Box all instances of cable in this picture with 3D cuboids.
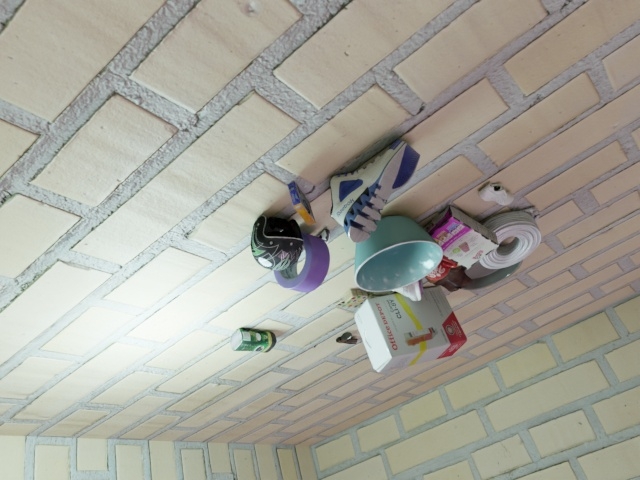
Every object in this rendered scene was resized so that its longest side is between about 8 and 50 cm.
[{"bbox_3d":[0.707,0.002,2.046,0.257,0.089,0.257,-7,134,-9],"label":"cable"}]

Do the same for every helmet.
[{"bbox_3d":[-0.133,0.013,1.640,0.170,0.161,0.169,-12,147,-8],"label":"helmet"}]

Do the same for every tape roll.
[{"bbox_3d":[-0.063,0.070,1.733,0.080,0.189,0.189,16,135,-42],"label":"tape roll"}]

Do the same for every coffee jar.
[{"bbox_3d":[-0.280,0.423,2.263,0.184,0.079,0.096,14,133,-38],"label":"coffee jar"}]

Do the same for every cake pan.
[{"bbox_3d":[0.709,0.114,2.285,0.293,0.054,0.293,-12,147,-8],"label":"cake pan"}]

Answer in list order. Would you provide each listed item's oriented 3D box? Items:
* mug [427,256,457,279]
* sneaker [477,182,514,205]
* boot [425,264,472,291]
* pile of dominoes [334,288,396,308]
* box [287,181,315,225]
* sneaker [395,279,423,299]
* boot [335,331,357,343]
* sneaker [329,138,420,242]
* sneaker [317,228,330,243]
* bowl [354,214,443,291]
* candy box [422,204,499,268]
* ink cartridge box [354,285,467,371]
[{"bbox_3d":[0.421,0.061,2.025,0.150,0.113,0.169,-29,142,25],"label":"mug"},{"bbox_3d":[0.611,-0.159,1.832,0.152,0.053,0.061,5,138,-30],"label":"sneaker"},{"bbox_3d":[0.553,0.118,2.161,0.207,0.090,0.248,28,138,-34],"label":"boot"},{"bbox_3d":[0.207,0.248,2.264,0.251,0.040,0.196,9,139,-34],"label":"pile of dominoes"},{"bbox_3d":[-0.058,-0.109,1.567,0.028,0.081,0.136,-24,146,11],"label":"box"},{"bbox_3d":[0.322,0.155,2.143,0.152,0.114,0.305,-12,145,18],"label":"sneaker"},{"bbox_3d":[0.147,0.471,2.573,0.114,0.037,0.106,19,146,-39],"label":"boot"},{"bbox_3d":[0.122,-0.167,1.531,0.315,0.182,0.127,-55,142,3],"label":"sneaker"},{"bbox_3d":[0.000,0.000,1.796,0.044,0.040,0.109,3,142,-25],"label":"sneaker"},{"bbox_3d":[0.244,0.029,1.840,0.312,0.163,0.311,-12,146,-8],"label":"bowl"},{"bbox_3d":[0.494,-0.009,1.920,0.233,0.071,0.159,29,129,-22],"label":"candy box"},{"bbox_3d":[0.379,0.372,2.283,0.385,0.279,0.160,-7,148,-24],"label":"ink cartridge box"}]
